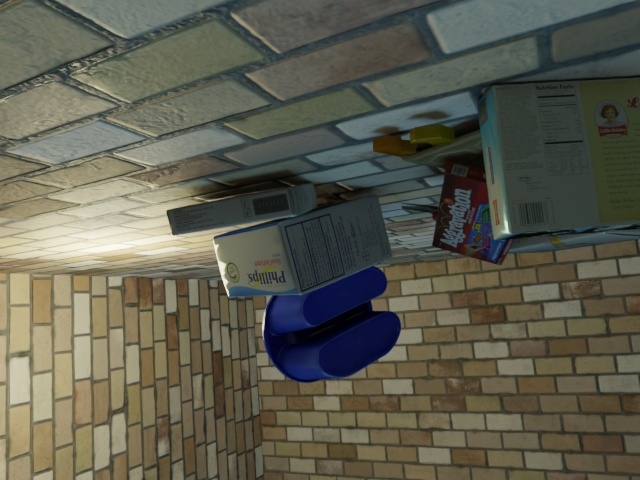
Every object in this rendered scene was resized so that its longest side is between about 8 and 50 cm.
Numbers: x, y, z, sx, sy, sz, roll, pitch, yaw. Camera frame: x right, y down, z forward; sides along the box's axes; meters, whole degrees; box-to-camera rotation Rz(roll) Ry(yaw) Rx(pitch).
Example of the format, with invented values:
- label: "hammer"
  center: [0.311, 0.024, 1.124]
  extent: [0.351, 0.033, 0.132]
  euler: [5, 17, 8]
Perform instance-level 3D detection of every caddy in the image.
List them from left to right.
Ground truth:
- label: "caddy"
  center: [0.025, 0.191, 1.211]
  extent: [0.341, 0.242, 0.179]
  euler: [-18, -179, -39]

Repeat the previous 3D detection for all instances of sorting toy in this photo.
- label: "sorting toy"
  center: [0.243, -0.153, 0.797]
  extent: [0.307, 0.041, 0.229]
  euler: [2, 174, -39]

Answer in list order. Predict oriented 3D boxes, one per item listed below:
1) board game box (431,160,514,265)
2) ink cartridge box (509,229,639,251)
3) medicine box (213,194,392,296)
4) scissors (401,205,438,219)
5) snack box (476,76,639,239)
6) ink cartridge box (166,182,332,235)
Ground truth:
- label: "board game box"
  center: [0.284, -0.038, 0.925]
  extent: [0.144, 0.027, 0.281]
  euler: [18, 158, 16]
- label: "ink cartridge box"
  center: [0.477, -0.074, 0.995]
  extent: [0.168, 0.172, 0.232]
  euler: [1, 170, -31]
- label: "medicine box"
  center: [-0.039, 0.015, 1.133]
  extent: [0.289, 0.149, 0.263]
  euler: [-18, -175, -41]
- label: "scissors"
  center: [0.323, -0.084, 1.401]
  extent: [0.108, 0.021, 0.297]
  euler: [-7, 171, 31]
- label: "snack box"
  center: [0.372, -0.106, 0.646]
  extent: [0.321, 0.187, 0.060]
  euler: [-4, 172, -4]
- label: "ink cartridge box"
  center: [-0.136, -0.072, 1.072]
  extent: [0.274, 0.060, 0.239]
  euler: [-8, -172, 20]
